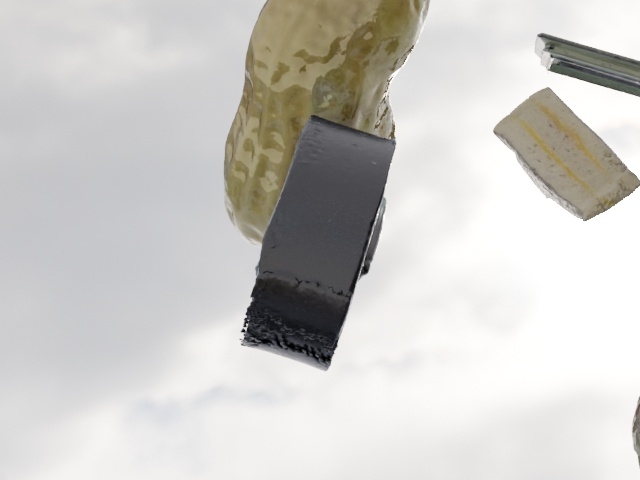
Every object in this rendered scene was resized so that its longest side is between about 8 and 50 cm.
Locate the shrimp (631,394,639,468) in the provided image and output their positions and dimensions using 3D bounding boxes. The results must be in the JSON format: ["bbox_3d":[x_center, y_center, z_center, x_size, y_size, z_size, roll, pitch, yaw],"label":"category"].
[{"bbox_3d":[0.312,0.104,1.519,0.166,0.049,0.161,-37,-158,43],"label":"shrimp"}]

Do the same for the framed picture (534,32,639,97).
[{"bbox_3d":[0.278,-0.080,1.261,0.296,0.019,0.232,17,-175,5],"label":"framed picture"}]

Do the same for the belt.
[{"bbox_3d":[0.000,0.000,1.351,0.078,0.151,0.198,17,-138,-1],"label":"belt"}]

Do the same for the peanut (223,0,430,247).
[{"bbox_3d":[0.003,-0.125,1.601,0.147,0.306,0.147,10,-151,-6],"label":"peanut"}]

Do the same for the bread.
[{"bbox_3d":[0.248,-0.087,1.961,0.077,0.105,0.152,-37,-166,-3],"label":"bread"}]
